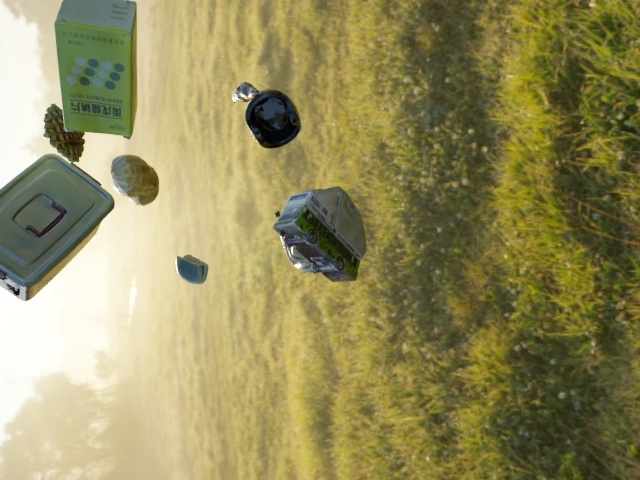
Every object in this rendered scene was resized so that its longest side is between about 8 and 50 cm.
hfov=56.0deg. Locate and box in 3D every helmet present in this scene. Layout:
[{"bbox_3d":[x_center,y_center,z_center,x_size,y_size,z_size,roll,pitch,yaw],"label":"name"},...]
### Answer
[{"bbox_3d":[-0.172,-0.440,2.165,0.216,0.189,0.193,55,-170,-30],"label":"helmet"}]

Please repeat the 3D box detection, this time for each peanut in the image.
[{"bbox_3d":[-0.646,-0.209,2.116,0.305,0.147,0.147,72,-166,-81],"label":"peanut"}]

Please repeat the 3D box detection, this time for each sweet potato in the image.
[{"bbox_3d":[-0.238,-0.488,1.963,0.226,0.068,0.068,11,100,62],"label":"sweet potato"}]

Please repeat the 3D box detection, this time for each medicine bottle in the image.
[{"bbox_3d":[-0.431,-0.340,1.181,0.250,0.137,0.141,108,158,-45],"label":"medicine bottle"}]

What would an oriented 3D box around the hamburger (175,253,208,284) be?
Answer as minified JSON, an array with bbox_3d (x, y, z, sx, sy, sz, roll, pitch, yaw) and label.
[{"bbox_3d":[-0.411,0.100,1.935,0.121,0.054,0.084,17,110,27],"label":"hamburger"}]

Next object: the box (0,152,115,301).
[{"bbox_3d":[-0.604,-0.020,1.292,0.294,0.193,0.167,-56,5,-36],"label":"box"}]

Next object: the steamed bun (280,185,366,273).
[{"bbox_3d":[-0.011,-0.037,2.152,0.310,0.219,0.324,-11,84,26],"label":"steamed bun"}]

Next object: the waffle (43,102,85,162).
[{"bbox_3d":[-0.947,-0.393,2.230,0.208,0.054,0.214,63,-166,-53],"label":"waffle"}]

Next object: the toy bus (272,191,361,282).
[{"bbox_3d":[0.000,0.000,1.741,0.113,0.301,0.139,-6,51,40],"label":"toy bus"}]
